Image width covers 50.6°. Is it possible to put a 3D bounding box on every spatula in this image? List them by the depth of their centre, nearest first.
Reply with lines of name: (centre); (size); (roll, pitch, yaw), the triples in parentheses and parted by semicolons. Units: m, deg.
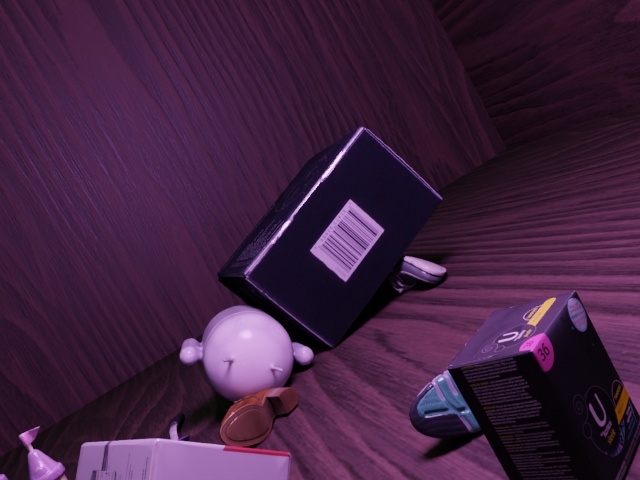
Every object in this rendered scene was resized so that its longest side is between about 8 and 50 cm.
spatula: (-0.340, 0.447, 1.582); (0.084, 0.030, 0.296); (-29, 5, -6)

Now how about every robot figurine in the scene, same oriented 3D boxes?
robot figurine: (-0.170, 0.257, 1.554); (0.299, 0.200, 0.353); (-1, 0, -11)

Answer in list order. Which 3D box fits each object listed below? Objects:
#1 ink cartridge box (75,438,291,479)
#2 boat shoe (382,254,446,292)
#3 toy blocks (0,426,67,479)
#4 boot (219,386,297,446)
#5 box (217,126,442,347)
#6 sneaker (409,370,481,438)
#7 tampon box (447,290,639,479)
ink cartridge box: (-0.198, 0.338, 0.924); (0.196, 0.114, 0.272); (18, -24, -32)
boat shoe: (0.227, 0.090, 1.753); (0.319, 0.116, 0.099); (-161, 89, -74)
toy blocks: (-0.474, 0.450, 1.045); (0.288, 0.260, 0.309); (-29, 6, 7)
boot: (-0.152, 0.350, 1.315); (0.152, 0.073, 0.197); (-23, -4, 42)
box: (0.000, 0.000, 1.830); (0.480, 0.297, 0.471); (-52, 13, -13)
sneaker: (0.216, 0.197, 0.901); (0.223, 0.083, 0.098); (-26, -16, -10)
tampon box: (0.226, 0.154, 0.672); (0.101, 0.161, 0.120); (-24, 8, 45)
